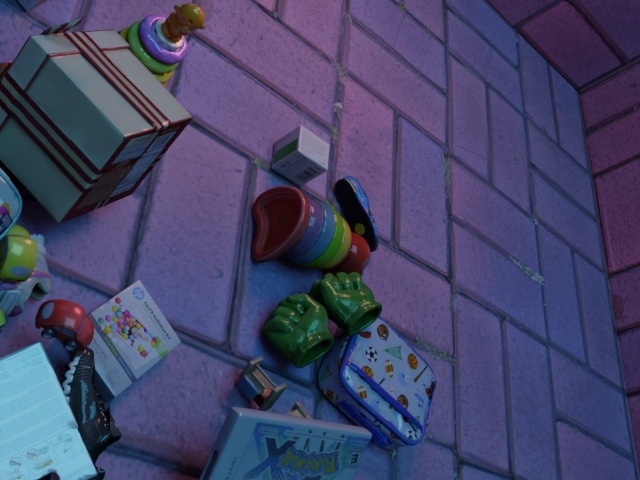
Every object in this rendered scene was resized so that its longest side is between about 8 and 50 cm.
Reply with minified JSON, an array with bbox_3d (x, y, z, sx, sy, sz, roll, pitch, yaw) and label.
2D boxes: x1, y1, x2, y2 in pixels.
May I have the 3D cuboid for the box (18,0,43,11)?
[{"bbox_3d":[-0.551,-0.576,1.513,0.182,0.181,0.119,50,41,-17],"label":"box"}]

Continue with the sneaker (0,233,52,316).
[{"bbox_3d":[-0.520,0.075,1.237,0.252,0.103,0.111,-27,88,-51],"label":"sneaker"}]

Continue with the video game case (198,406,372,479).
[{"bbox_3d":[-0.083,0.456,1.413,0.329,0.036,0.299,20,96,-41],"label":"video game case"}]

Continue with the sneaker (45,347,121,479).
[{"bbox_3d":[-0.373,0.288,1.274,0.106,0.078,0.234,7,63,-11],"label":"sneaker"}]

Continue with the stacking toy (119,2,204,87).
[{"bbox_3d":[-0.329,-0.379,1.551,0.175,0.302,0.165,35,46,-29],"label":"stacking toy"}]

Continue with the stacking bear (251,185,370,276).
[{"bbox_3d":[0.000,0.000,1.827,0.289,0.164,0.175,28,50,-42],"label":"stacking bear"}]

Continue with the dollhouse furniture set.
[{"bbox_3d":[-0.127,0.349,1.526,0.183,0.129,0.129,47,35,20],"label":"dollhouse furniture set"}]

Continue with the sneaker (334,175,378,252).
[{"bbox_3d":[0.111,-0.072,2.053,0.082,0.069,0.209,-16,81,-55],"label":"sneaker"}]

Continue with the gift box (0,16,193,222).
[{"bbox_3d":[-0.401,-0.229,1.363,0.258,0.276,0.255,45,22,3],"label":"gift box"}]

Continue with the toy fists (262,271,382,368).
[{"bbox_3d":[0.001,0.156,1.721,0.279,0.096,0.142,-29,58,-32],"label":"toy fists"}]

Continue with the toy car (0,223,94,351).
[{"bbox_3d":[-0.458,0.094,1.168,0.239,0.053,0.225,56,33,-4],"label":"toy car"}]

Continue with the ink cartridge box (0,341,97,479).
[{"bbox_3d":[-0.463,0.288,1.176,0.181,0.056,0.224,-23,89,-33],"label":"ink cartridge box"}]

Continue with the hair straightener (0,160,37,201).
[{"bbox_3d":[-0.536,-0.093,1.371,0.089,0.047,0.230,31,44,-34],"label":"hair straightener"}]

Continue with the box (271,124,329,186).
[{"bbox_3d":[-0.048,-0.206,1.925,0.102,0.101,0.087,32,47,-33],"label":"box"}]

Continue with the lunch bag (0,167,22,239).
[{"bbox_3d":[-0.563,-0.062,1.068,0.224,0.108,0.279,-53,122,-29],"label":"lunch bag"}]

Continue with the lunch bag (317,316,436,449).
[{"bbox_3d":[0.140,0.333,1.820,0.303,0.115,0.243,44,44,-20],"label":"lunch bag"}]

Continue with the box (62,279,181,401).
[{"bbox_3d":[-0.355,0.176,1.415,0.145,0.038,0.186,58,38,-7],"label":"box"}]
